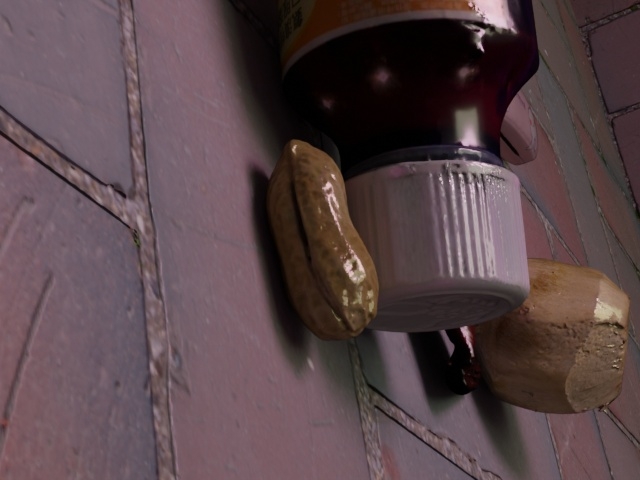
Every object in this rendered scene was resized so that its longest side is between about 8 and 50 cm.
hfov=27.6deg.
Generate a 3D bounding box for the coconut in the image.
[{"bbox_3d":[0.252,0.106,1.480,0.194,0.194,0.194,54,24,-38],"label":"coconut"}]

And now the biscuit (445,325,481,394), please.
[{"bbox_3d":[0.120,0.045,1.344,0.151,0.063,0.235,14,52,-81],"label":"biscuit"}]

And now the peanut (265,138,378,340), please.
[{"bbox_3d":[0.000,0.000,1.044,0.080,0.080,0.175,32,39,-61],"label":"peanut"}]

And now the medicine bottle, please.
[{"bbox_3d":[0.086,-0.124,1.161,0.242,0.242,0.395,34,45,-59],"label":"medicine bottle"}]

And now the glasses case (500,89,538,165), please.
[{"bbox_3d":[0.269,-0.199,1.960,0.297,0.075,0.113,30,47,-63],"label":"glasses case"}]
